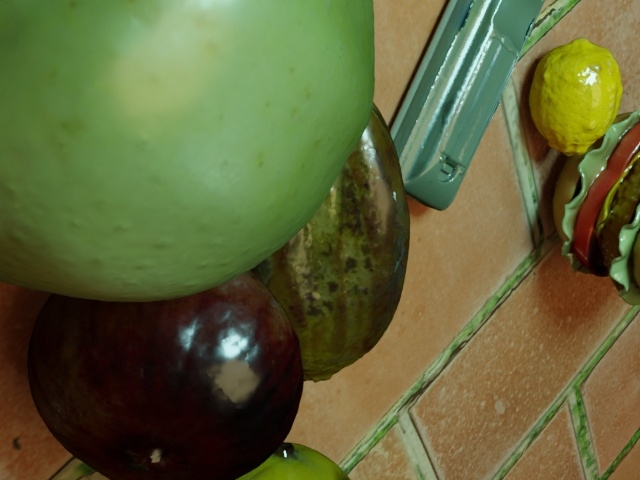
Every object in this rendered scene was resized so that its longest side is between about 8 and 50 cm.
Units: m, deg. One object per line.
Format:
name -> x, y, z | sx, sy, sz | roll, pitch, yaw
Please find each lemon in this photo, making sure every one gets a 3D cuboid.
lemon -> 0.324, -0.181, 1.164 | 0.114, 0.114, 0.155 | -26, 125, -35

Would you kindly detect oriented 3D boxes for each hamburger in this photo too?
hamburger -> 0.445, -0.056, 1.270 | 0.274, 0.212, 0.274 | -24, 132, -30

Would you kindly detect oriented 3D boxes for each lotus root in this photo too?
lotus root -> -0.004, -0.003, 0.890 | 0.193, 0.193, 0.290 | -22, 121, -37

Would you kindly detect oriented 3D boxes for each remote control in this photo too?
remote control -> 0.176, -0.200, 1.043 | 0.128, 0.066, 0.335 | 23, 91, -45

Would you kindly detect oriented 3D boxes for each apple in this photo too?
apple -> -0.133, -0.134, 0.572 | 0.357, 0.357, 0.357 | -21, 123, -37

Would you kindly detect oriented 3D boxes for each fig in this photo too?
fig -> -0.123, 0.103, 0.779 | 0.214, 0.235, 0.235 | -56, 149, -60

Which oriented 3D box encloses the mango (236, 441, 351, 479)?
mango -> -0.064, 0.405, 0.978 | 0.301, 0.221, 0.444 | -32, 132, -34
